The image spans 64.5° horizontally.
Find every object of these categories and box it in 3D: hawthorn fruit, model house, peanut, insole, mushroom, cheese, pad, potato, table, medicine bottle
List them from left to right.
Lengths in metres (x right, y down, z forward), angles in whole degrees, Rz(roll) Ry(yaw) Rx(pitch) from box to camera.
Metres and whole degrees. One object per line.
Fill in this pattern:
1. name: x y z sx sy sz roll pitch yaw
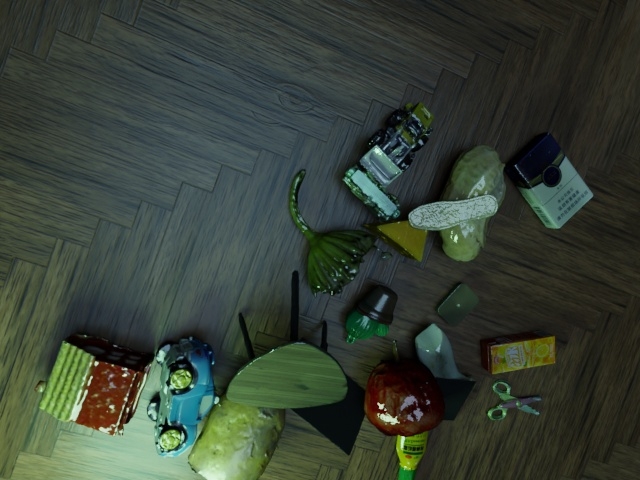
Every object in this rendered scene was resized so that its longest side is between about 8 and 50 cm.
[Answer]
1. model house: -0.588 0.362 1.312 0.254 0.160 0.196 20 92 -12
2. potato: -0.207 0.508 1.393 0.229 0.229 0.266 26 84 -13
3. table: -0.077 0.252 1.331 0.317 0.249 0.317 -3 135 -3
4. pad: 0.013 0.448 1.467 0.300 0.005 0.202 42 49 -14
5. cheese: 0.211 -0.021 1.460 0.171 0.093 0.126 12 93 -25
6. hawthorn fruit: 0.234 0.429 1.482 0.230 0.210 0.266 -14 73 13
7. medicine bottle: 0.277 0.673 1.579 0.095 0.064 0.260 6 96 -10
8. mushroom: 0.379 0.385 1.558 0.118 0.103 0.270 -34 113 2
9. pad: 0.389 0.495 1.569 0.127 0.004 0.190 8 123 -13
10. insole: 0.369 -0.076 1.409 0.248 0.011 0.081 -12 100 4
11. peanut: 0.431 -0.113 1.484 0.174 0.158 0.340 20 98 -31

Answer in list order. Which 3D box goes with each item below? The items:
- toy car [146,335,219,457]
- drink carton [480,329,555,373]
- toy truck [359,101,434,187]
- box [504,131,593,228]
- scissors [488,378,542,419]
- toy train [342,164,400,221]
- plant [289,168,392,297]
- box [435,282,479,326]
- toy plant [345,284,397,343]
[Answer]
1. toy car: -0.361 0.418 1.355 0.166 0.198 0.314 9 93 -25
2. drink carton: 0.628 0.354 1.615 0.223 0.071 0.096 -6 99 -11
3. toy truck: 0.223 -0.278 1.404 0.136 0.111 0.286 43 55 -11
4. box: 0.706 -0.185 1.574 0.168 0.071 0.259 -43 104 -5
5. scissors: 0.641 0.531 1.663 0.187 0.020 0.133 12 89 -12
6. toy train: 0.141 -0.133 1.432 0.194 0.125 0.081 43 84 -10
7. plant: 0.004 0.001 1.452 0.251 0.180 0.333 -46 70 3
8. box: 0.423 0.198 1.575 0.091 0.031 0.126 43 87 -13
9. toy plant: 0.150 0.228 1.489 0.143 0.105 0.200 22 109 -27
